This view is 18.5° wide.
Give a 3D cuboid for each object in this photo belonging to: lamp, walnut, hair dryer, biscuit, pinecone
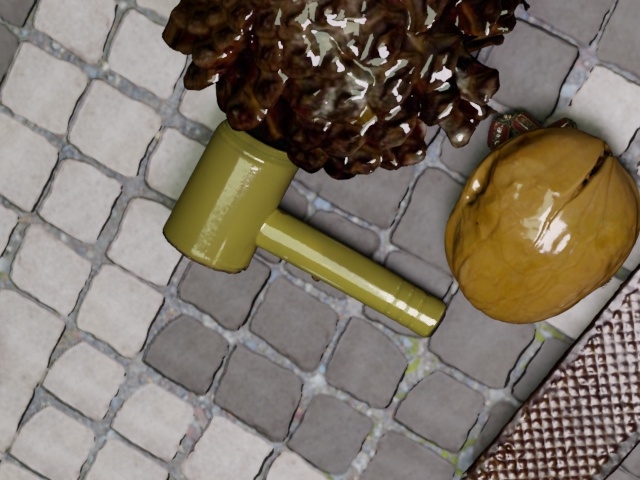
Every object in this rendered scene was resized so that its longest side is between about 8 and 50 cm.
[{"bbox_3d":[0.195,-0.089,1.828,0.083,0.031,0.063,12,104,17],"label":"lamp"},{"bbox_3d":[0.201,0.004,1.797,0.167,0.087,0.211,27,120,-7],"label":"walnut"},{"bbox_3d":[0.000,0.000,1.884,0.279,0.090,0.135,29,107,1],"label":"hair dryer"},{"bbox_3d":[0.280,0.122,1.830,0.107,0.073,0.388,39,109,6],"label":"biscuit"},{"bbox_3d":[0.035,-0.198,1.737,0.298,0.242,0.296,-41,98,19],"label":"pinecone"}]
